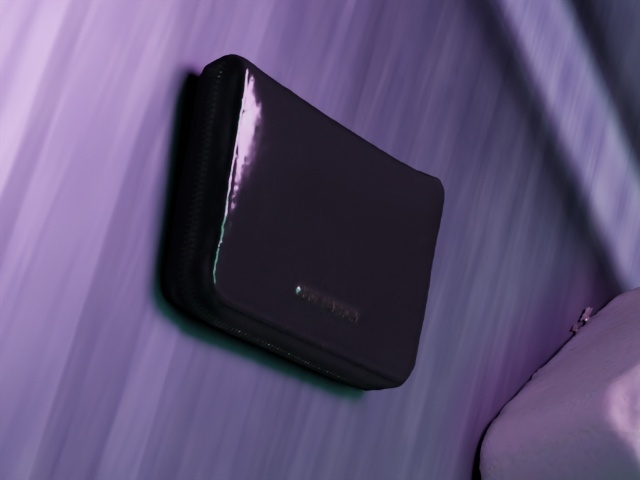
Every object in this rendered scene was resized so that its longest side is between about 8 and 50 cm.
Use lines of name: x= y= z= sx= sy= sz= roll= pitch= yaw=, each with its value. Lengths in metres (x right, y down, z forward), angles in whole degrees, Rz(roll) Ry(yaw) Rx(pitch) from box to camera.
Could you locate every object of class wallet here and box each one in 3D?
wallet: x=0.000 y=0.000 z=1.093 sx=0.250 sy=0.044 sz=0.149 roll=31 pitch=66 yaw=-55

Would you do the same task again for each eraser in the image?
eraser: x=0.288 y=0.195 z=1.391 sx=0.331 sy=0.150 sz=0.331 roll=29 pitch=52 yaw=-43
